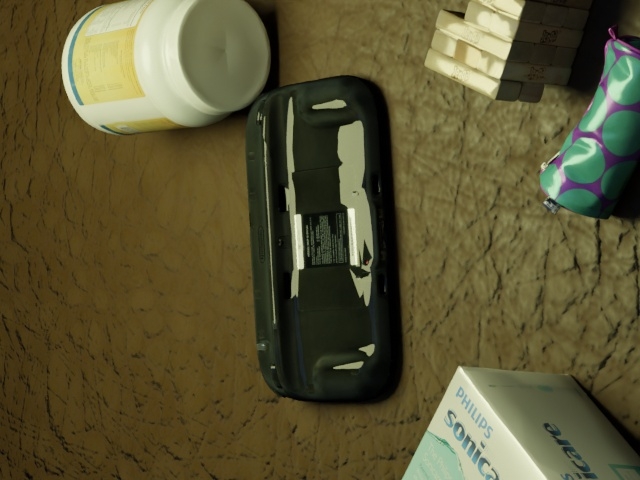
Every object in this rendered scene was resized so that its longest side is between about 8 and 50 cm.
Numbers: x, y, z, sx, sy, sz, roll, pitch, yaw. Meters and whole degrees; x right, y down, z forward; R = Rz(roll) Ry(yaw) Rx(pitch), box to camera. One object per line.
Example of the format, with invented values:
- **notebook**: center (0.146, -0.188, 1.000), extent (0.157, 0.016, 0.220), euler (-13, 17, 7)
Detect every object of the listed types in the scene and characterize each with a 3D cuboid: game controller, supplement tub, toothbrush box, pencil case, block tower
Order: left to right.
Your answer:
- **supplement tub**: center (-0.162, -0.187, 1.571), extent (0.200, 0.144, 0.144), euler (-1, 90, 47)
- **game controller**: center (0.000, 0.000, 1.474), extent (0.167, 0.067, 0.319), euler (-5, 88, 33)
- **toothbrush box**: center (0.151, 0.283, 1.228), extent (0.216, 0.126, 0.295), euler (53, 128, 49)
- **block tower**: center (0.187, -0.287, 1.229), extent (0.097, 0.091, 0.335), euler (32, 113, 42)
- **pencil case**: center (0.232, -0.091, 1.203), extent (0.070, 0.064, 0.151), euler (32, 116, 15)
